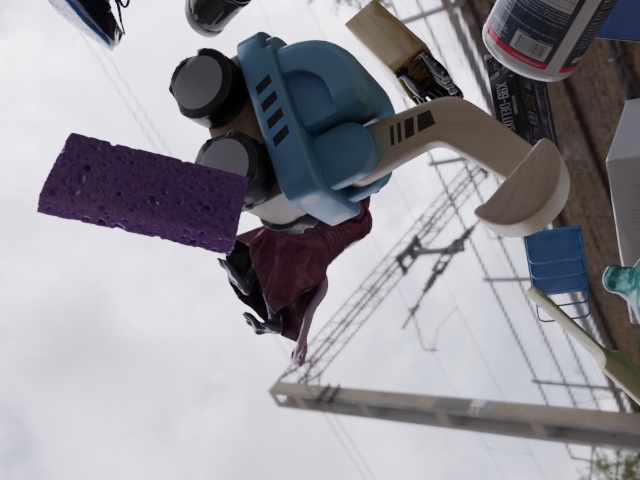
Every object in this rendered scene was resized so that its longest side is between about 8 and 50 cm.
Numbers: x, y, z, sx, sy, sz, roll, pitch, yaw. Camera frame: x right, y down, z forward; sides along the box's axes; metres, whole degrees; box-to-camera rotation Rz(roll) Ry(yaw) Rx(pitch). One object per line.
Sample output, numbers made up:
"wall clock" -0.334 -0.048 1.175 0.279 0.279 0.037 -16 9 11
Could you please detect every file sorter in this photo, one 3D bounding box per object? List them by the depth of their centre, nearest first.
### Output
"file sorter" 0.496 0.073 1.672 0.104 0.118 0.170 -79 -25 -54

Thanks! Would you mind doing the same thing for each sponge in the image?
"sponge" -0.189 -0.052 0.885 0.210 0.031 0.117 14 -140 -9

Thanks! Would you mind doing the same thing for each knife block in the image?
"knife block" 0.170 -0.370 1.619 0.088 0.242 0.276 -40 -85 4

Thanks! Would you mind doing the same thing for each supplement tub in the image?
"supplement tub" 0.426 -0.442 1.433 0.191 0.272 0.191 12 -136 -12

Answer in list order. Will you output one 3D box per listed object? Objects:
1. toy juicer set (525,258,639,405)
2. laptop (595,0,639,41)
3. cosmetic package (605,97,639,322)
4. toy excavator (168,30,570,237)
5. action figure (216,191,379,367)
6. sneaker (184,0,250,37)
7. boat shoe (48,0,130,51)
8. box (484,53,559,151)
"toy juicer set" 0.391 0.093 0.805 0.089 0.329 0.209 -44 -76 -30
"laptop" 0.713 -0.540 1.507 0.408 0.381 0.236 13 -95 -79
"cosmetic package" 0.454 -0.047 1.007 0.224 0.138 0.225 -47 -55 -53
"toy excavator" 0.061 -0.145 1.115 0.222 0.445 0.433 25 -138 -62
"action figure" 0.000 0.000 1.479 0.370 0.248 0.276 -37 -109 -25
"sneaker" -0.131 -0.473 1.250 0.104 0.147 0.296 16 -110 -39
"boat shoe" -0.311 -0.337 1.087 0.109 0.258 0.089 32 -96 3
"box" 0.484 -0.310 1.908 0.307 0.076 0.243 -5 -95 -63
